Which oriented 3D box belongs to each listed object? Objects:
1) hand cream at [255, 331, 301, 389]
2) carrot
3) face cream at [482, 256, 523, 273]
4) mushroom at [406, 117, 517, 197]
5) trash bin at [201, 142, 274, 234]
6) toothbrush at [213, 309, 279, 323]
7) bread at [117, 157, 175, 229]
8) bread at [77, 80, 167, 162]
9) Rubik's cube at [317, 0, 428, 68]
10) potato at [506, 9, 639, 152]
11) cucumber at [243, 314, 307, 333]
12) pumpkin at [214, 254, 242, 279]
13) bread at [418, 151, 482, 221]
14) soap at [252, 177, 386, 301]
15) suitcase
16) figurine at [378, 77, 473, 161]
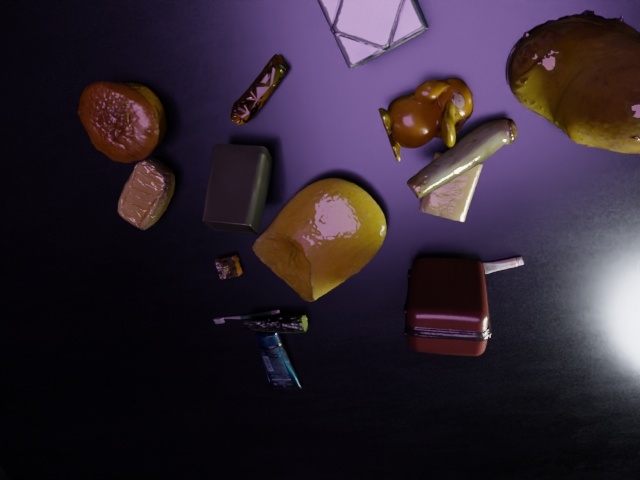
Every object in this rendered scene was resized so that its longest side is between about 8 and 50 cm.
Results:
[{"bbox_3d":[-0.157,0.435,1.815,0.120,0.061,0.270,-7,115,17],"label":"hand cream"},{"bbox_3d":[-0.177,-0.428,1.451,0.069,0.069,0.229,42,114,-6],"label":"carrot"},{"bbox_3d":[0.545,0.072,1.513,0.115,0.020,0.038,-15,109,20],"label":"face cream"},{"bbox_3d":[0.368,-0.217,1.324,0.333,0.107,0.087,-34,84,-5],"label":"mushroom"},{"bbox_3d":[-0.240,-0.148,1.486,0.164,0.122,0.240,4,76,10],"label":"trash bin"},{"bbox_3d":[-0.262,0.269,1.787,0.257,0.018,0.024,-11,112,17],"label":"toothbrush"},{"bbox_3d":[-0.554,-0.153,1.631,0.140,0.106,0.236,35,115,-1],"label":"bread"},{"bbox_3d":[-0.592,-0.358,1.537,0.269,0.145,0.268,7,116,14],"label":"bread"},{"bbox_3d":[0.132,-0.565,1.243,0.208,0.205,0.205,-21,106,19],"label":"Rubik's cube"},{"bbox_3d":[0.656,-0.362,1.161,0.397,0.296,0.290,37,114,-5],"label":"potato"},{"bbox_3d":[-0.153,0.292,1.731,0.212,0.078,0.062,-7,82,13],"label":"cucumber"},{"bbox_3d":[-0.313,0.090,1.706,0.083,0.054,0.074,-12,105,23],"label":"pumpkin"},{"bbox_3d":[0.368,-0.154,1.438,0.140,0.060,0.178,16,115,5],"label":"bread"},{"bbox_3d":[-0.001,0.001,1.561,0.306,0.115,0.427,45,115,-4],"label":"soap"},{"bbox_3d":[0.362,0.181,1.452,0.237,0.297,0.161,2,121,13],"label":"suitcase"},{"bbox_3d":[0.278,-0.328,1.328,0.228,0.215,0.215,1,113,25],"label":"figurine"}]
